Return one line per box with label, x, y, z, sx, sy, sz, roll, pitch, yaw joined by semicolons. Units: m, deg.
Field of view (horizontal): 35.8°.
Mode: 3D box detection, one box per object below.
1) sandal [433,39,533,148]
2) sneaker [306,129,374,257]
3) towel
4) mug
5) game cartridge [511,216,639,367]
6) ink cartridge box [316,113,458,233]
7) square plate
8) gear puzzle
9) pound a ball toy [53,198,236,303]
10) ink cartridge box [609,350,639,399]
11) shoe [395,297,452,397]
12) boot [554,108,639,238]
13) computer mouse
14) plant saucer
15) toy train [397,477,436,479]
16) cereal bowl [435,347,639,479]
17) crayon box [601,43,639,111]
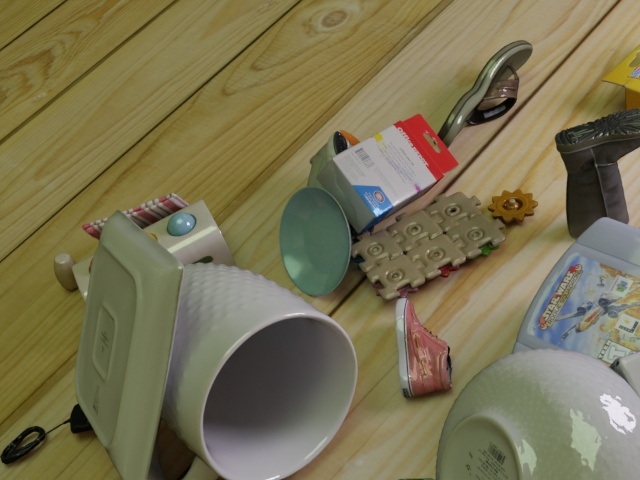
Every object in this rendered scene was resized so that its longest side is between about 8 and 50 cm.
sandal;0.327;-0.269;1.921;0.086;0.120;0.302;35;65;11
sneaker;0.027;-0.070;1.852;0.121;0.099;0.262;-34;45;45
towel;-0.345;-0.041;1.917;0.197;0.144;0.029;-20;75;6
mug;-0.171;0.219;1.533;0.328;0.276;0.374;29;93;49
game cartridge;0.399;0.112;1.402;0.198;0.062;0.297;25;76;32
ink cartridge box;0.125;-0.125;1.796;0.231;0.078;0.134;-30;80;-33
square plate;-0.302;0.154;1.483;0.049;0.343;0.347;7;11;-28
gear puzzle;0.225;-0.006;1.738;0.339;0.044;0.175;-26;42;-9
pound a ball toy;-0.348;0.026;1.858;0.319;0.135;0.208;-27;44;-6
ink cartridge box;0.587;0.218;1.213;0.396;0.151;0.269;-19;71;-1
shoe;0.165;0.166;1.575;0.081;0.063;0.178;-9;50;11
boot;0.479;-0.102;1.604;0.190;0.208;0.076;-11;34;19
computer mouse;-0.430;0.321;1.676;0.242;0.041;0.071;-26;34;5
plant saucer;0.000;0.000;1.745;0.037;0.194;0.195;-6;30;-40
toy train;0.090;0.388;1.375;0.184;0.080;0.105;-6;36;19
cereal bowl;0.247;0.297;1.211;0.141;0.339;0.339;8;35;-28
crayon box;0.698;-0.272;1.779;0.202;0.081;0.319;-41;47;-19
